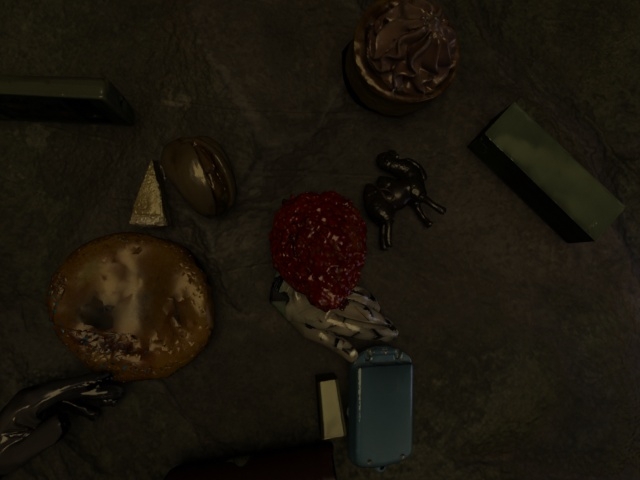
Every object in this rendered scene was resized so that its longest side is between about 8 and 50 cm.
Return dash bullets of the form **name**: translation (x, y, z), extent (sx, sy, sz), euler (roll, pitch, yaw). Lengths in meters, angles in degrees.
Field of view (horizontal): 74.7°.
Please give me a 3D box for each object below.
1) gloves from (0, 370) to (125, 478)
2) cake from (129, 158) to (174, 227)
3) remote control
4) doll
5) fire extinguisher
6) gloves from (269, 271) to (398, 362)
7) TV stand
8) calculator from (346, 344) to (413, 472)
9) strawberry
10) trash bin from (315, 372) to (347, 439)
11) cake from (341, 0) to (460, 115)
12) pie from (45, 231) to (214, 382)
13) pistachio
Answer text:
- **gloves**: translation (-0.442, 0.289, 0.641), extent (0.286, 0.142, 0.119), euler (-31, 115, -7)
- **cake**: translation (-0.293, -0.081, 0.720), extent (0.065, 0.052, 0.121), euler (-7, 86, -3)
- **remote control**: translation (-0.469, -0.225, 0.685), extent (0.286, 0.123, 0.038), euler (0, 83, -6)
- **doll**: translation (0.136, -0.083, 0.754), extent (0.139, 0.057, 0.165), euler (-27, 79, -5)
- **fire extinguisher**: translation (-0.139, 0.395, 0.653), extent (0.338, 0.114, 0.135), euler (-7, 127, -5)
- **gloves**: translation (0.026, 0.113, 0.695), extent (0.212, 0.111, 0.127), euler (16, 58, 20)
- **TV stand**: translation (0.404, -0.119, 0.764), extent (0.269, 0.083, 0.088), euler (45, 85, 0)
- **calculator**: translation (0.103, 0.285, 0.712), extent (0.121, 0.039, 0.210), euler (3, 85, -21)
- **strawberry**: translation (-0.015, 0.004, 0.656), extent (0.175, 0.228, 0.098), euler (-1, 128, 11)
- **trash bin**: translation (0.016, 0.277, 0.709), extent (0.043, 0.061, 0.092), euler (-5, 84, -6)
- **cake**: translation (0.139, -0.326, 0.715), extent (0.208, 0.178, 0.185), euler (15, 85, 0)
- **pie**: translation (-0.307, 0.109, 0.694), extent (0.274, 0.069, 0.273), euler (0, 84, -3)
- **pistachio**: translation (-0.202, -0.109, 0.707), extent (0.113, 0.113, 0.149), euler (-21, 92, -6)
